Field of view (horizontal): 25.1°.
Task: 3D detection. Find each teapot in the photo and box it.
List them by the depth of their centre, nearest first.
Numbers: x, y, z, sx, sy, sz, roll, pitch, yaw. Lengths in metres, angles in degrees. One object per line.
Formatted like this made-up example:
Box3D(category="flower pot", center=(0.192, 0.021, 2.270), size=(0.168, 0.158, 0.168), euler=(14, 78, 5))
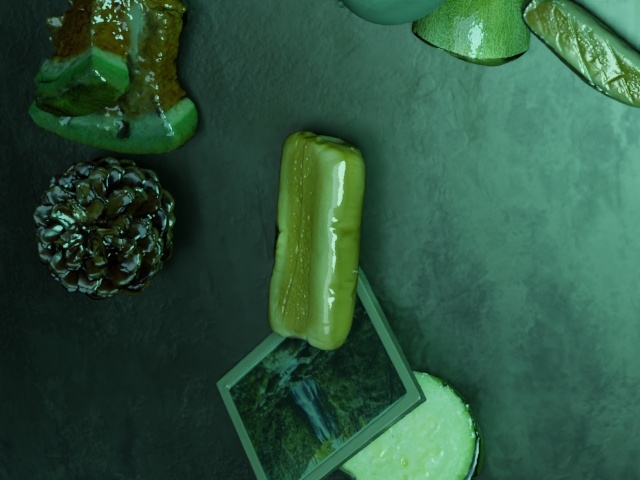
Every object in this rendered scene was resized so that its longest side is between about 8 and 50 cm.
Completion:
Box3D(category="teapot", center=(0.106, -0.363, 1.827), size=(0.294, 0.129, 0.193), euler=(-9, 62, 37))

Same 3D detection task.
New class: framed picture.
Box3D(category="framed picture", center=(-0.008, 0.217, 2.086), size=(0.324, 0.020, 0.240), euler=(-41, 60, 29))

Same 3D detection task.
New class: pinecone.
Box3D(category="pinecone", center=(-0.325, -0.018, 2.103), size=(0.221, 0.221, 0.221), euler=(7, 110, 21))

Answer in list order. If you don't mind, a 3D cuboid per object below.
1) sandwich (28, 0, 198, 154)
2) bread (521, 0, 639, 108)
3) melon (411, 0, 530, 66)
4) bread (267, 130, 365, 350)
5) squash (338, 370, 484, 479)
Box3D(category="sandwich", center=(-0.294, -0.261, 2.032), size=(0.250, 0.162, 0.301), euler=(18, 116, 12))
Box3D(category="bread", center=(0.348, -0.240, 1.826), size=(0.214, 0.053, 0.073), euler=(40, 113, 10))
Box3D(category="melon", center=(0.193, -0.298, 1.858), size=(0.160, 0.079, 0.128), euler=(18, 115, 17))
Box3D(category="bread", center=(0.000, 0.000, 2.014), size=(0.142, 0.091, 0.305), euler=(14, 104, 35))
Box3D(category="squash", center=(0.139, 0.288, 2.079), size=(0.220, 0.133, 0.220), euler=(0, 91, 22))
